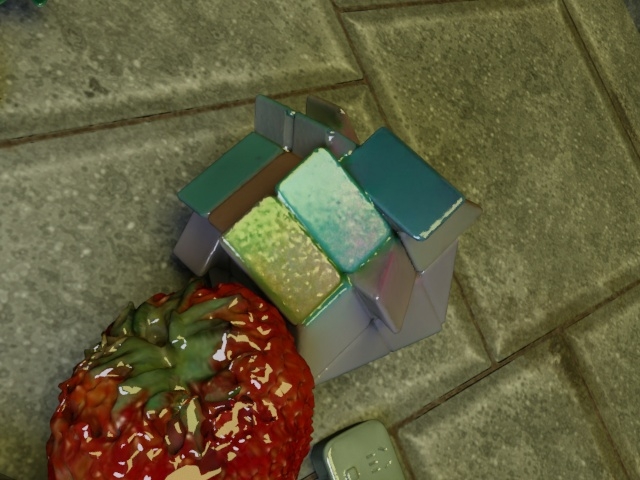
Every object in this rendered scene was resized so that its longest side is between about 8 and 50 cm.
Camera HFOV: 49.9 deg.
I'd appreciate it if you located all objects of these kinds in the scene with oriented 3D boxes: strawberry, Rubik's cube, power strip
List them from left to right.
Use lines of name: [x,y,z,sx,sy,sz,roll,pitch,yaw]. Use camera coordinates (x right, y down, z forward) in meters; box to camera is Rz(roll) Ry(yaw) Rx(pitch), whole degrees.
strawberry: [-0.149,0.234,0.802,0.312,0.267,0.351,-42,138,-26]
Rubik's cube: [0.000,0.000,0.984,0.387,0.358,0.368,-16,123,-35]
power strip: [0.058,0.420,1.019,0.193,0.059,0.265,-16,82,-36]

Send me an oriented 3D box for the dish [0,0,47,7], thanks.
dish: [-0.509,-0.379,0.956,0.246,0.078,0.224,14,65,-26]

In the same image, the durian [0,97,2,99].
durian: [-0.485,-0.193,0.881,0.146,0.102,0.208,1,74,-48]

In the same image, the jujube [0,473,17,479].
jujube: [-0.386,0.363,0.660,0.308,0.246,0.215,-45,139,-30]
